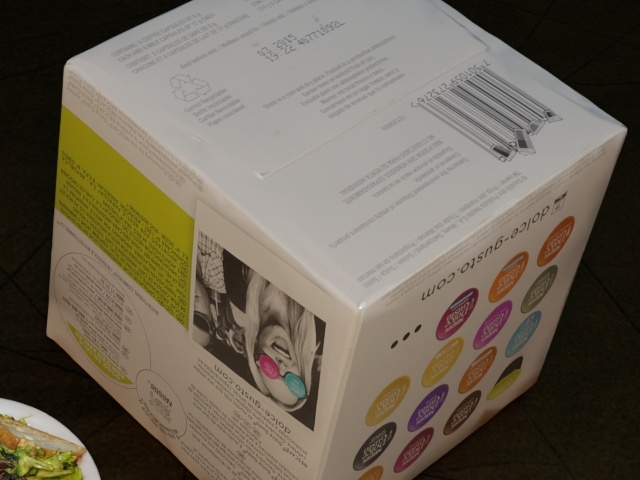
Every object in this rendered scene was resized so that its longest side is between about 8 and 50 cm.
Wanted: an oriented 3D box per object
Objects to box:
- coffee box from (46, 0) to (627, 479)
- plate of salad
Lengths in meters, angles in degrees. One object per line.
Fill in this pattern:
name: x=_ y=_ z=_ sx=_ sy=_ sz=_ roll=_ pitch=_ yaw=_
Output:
coffee box: x=0.000 y=0.000 z=1.403 sx=0.338 sy=0.334 sz=0.338 roll=39 pitch=49 yaw=25
plate of salad: x=-0.264 y=0.190 z=1.231 sx=0.200 sy=0.048 sz=0.200 roll=8 pitch=44 yaw=-8
